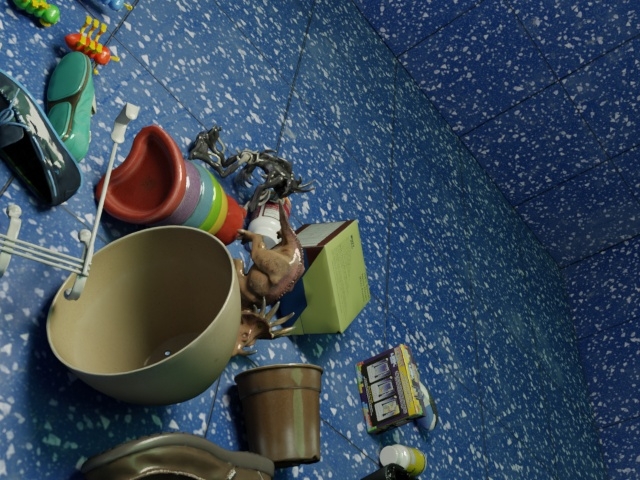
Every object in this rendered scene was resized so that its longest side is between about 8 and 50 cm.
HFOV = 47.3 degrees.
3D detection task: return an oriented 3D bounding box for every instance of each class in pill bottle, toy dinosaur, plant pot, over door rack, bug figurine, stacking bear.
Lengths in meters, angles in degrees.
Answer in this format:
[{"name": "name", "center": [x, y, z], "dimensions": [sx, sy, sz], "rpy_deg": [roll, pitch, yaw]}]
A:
[{"name": "pill bottle", "center": [0.188, 0.503, 1.675], "dimensions": [0.116, 0.065, 0.065], "rpy_deg": [29, 42, -44]}, {"name": "toy dinosaur", "center": [-0.095, 0.080, 1.407], "dimensions": [0.127, 0.295, 0.200], "rpy_deg": [20, 18, -37]}, {"name": "pill bottle", "center": [-0.117, -0.037, 1.644], "dimensions": [0.086, 0.086, 0.152], "rpy_deg": [46, 32, -27]}, {"name": "plant pot", "center": [-0.068, 0.324, 1.330], "dimensions": [0.167, 0.167, 0.165], "rpy_deg": [22, 54, -50]}, {"name": "over door rack", "center": [-0.428, -0.093, 1.075], "dimensions": [0.240, 0.108, 0.324], "rpy_deg": [22, 65, -29]}, {"name": "bug figurine", "center": [-0.481, -0.457, 1.428], "dimensions": [0.216, 0.072, 0.279], "rpy_deg": [28, 41, -30]}, {"name": "plant pot", "center": [-0.242, 0.142, 1.125], "dimensions": [0.284, 0.284, 0.191], "rpy_deg": [-87, 166, -45]}, {"name": "stacking bear", "center": [-0.248, -0.067, 1.386], "dimensions": [0.164, 0.175, 0.289], "rpy_deg": [43, 5, 28]}]

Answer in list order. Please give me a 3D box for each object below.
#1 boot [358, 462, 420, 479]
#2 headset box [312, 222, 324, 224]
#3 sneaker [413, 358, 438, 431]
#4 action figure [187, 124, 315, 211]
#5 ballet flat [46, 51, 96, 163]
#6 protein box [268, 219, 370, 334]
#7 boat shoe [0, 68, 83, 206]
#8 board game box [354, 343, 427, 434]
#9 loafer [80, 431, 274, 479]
[{"name": "boot", "center": [0.127, 0.540, 1.390], "dimensions": [0.246, 0.207, 0.094], "rpy_deg": [52, 29, -18]}, {"name": "headset box", "center": [0.000, 0.000, 1.859], "dimensions": [0.062, 0.032, 0.083], "rpy_deg": [-11, 75, -60]}, {"name": "sneaker", "center": [0.223, 0.390, 1.846], "dimensions": [0.081, 0.080, 0.211], "rpy_deg": [-23, 84, -40]}, {"name": "action figure", "center": [-0.156, -0.142, 1.601], "dimensions": [0.276, 0.141, 0.164], "rpy_deg": [24, 29, -13]}, {"name": "ballet flat", "center": [-0.443, -0.229, 1.307], "dimensions": [0.087, 0.083, 0.247], "rpy_deg": [66, 15, -51]}, {"name": "protein box", "center": [0.003, 0.078, 1.619], "dimensions": [0.201, 0.136, 0.199], "rpy_deg": [-39, 121, -62]}, {"name": "boat shoe", "center": [-0.477, -0.168, 1.151], "dimensions": [0.258, 0.109, 0.089], "rpy_deg": [49, 34, -18]}, {"name": "board game box", "center": [0.160, 0.345, 1.693], "dimensions": [0.048, 0.141, 0.170], "rpy_deg": [28, 43, -46]}, {"name": "loafer", "center": [-0.189, 0.377, 1.094], "dimensions": [0.366, 0.134, 0.130], "rpy_deg": [27, 42, -46]}]
